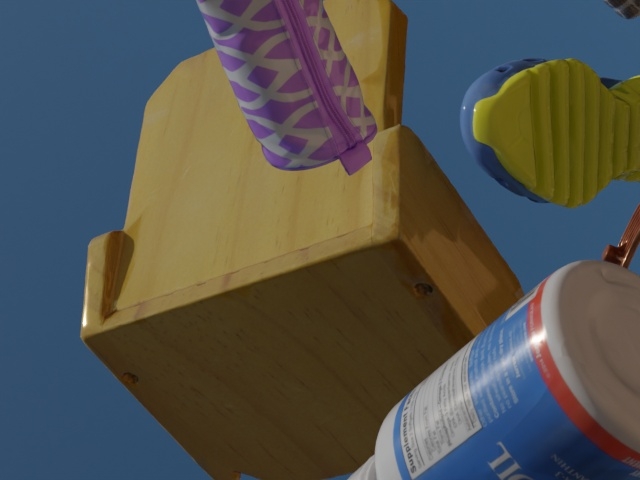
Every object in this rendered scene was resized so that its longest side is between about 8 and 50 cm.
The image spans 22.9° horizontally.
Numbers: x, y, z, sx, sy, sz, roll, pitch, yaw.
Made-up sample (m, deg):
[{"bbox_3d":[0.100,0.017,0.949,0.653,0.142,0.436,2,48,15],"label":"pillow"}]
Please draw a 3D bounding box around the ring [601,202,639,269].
[{"bbox_3d":[0.365,0.038,1.803,0.032,0.336,0.336,23,-130,-4],"label":"ring"}]

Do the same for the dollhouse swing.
[{"bbox_3d":[0.000,0.000,1.479,0.315,0.347,0.305,52,-144,-29],"label":"dollhouse swing"}]

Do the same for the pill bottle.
[{"bbox_3d":[0.109,0.119,0.901,0.124,0.221,0.124,24,-137,-24],"label":"pill bottle"}]

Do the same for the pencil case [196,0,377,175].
[{"bbox_3d":[-0.029,-0.143,1.027,0.086,0.088,0.206,-41,-56,-27],"label":"pencil case"}]

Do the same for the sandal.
[{"bbox_3d":[0.196,-0.097,1.365,0.317,0.138,0.126,0,-81,-57],"label":"sandal"}]

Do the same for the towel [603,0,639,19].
[{"bbox_3d":[0.308,-0.362,1.488,0.235,0.284,0.121,28,-145,-35],"label":"towel"}]
